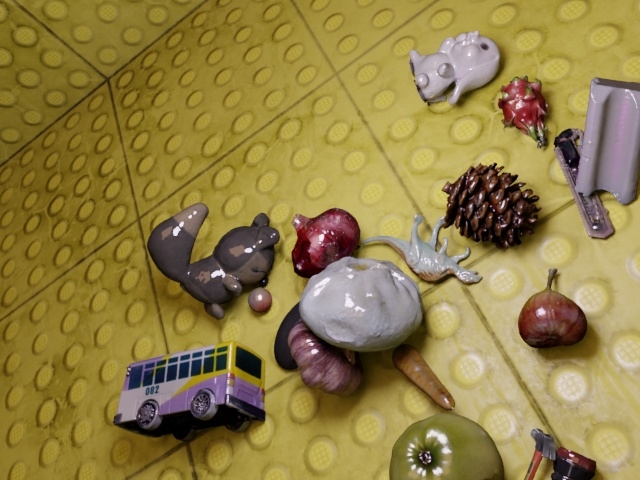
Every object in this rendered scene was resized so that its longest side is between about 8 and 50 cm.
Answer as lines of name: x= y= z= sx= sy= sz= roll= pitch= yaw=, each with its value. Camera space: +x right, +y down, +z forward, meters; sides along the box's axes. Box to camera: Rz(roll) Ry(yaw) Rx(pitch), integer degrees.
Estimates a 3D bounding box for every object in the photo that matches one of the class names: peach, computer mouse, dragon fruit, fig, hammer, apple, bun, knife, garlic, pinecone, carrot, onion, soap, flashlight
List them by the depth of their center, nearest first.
flashlight: x=0.532 y=0.582 z=1.412 sx=0.092 sy=0.093 sz=0.232 roll=17 pitch=80 yaw=37
hammer: x=0.465 y=0.576 z=1.460 sx=0.033 sy=0.111 sz=0.288 roll=24 pitch=86 yaw=0
apple: x=0.291 y=0.533 z=1.487 sx=0.278 sy=0.279 sz=0.279 roll=-15 pitch=58 yaw=25
fig: x=0.576 y=0.179 z=1.590 sx=0.160 sy=0.143 sz=0.231 roll=-17 pitch=14 yaw=27
carrot: x=0.274 y=0.364 z=1.643 sx=0.078 sy=0.078 sz=0.298 roll=-47 pitch=30 yaw=2
soap: x=0.787 y=-0.282 z=1.723 sx=0.158 sy=0.258 sz=0.303 roll=9 pitch=112 yaw=18
bun: x=0.112 y=0.158 z=1.729 sx=0.354 sy=0.354 sz=0.194 roll=23 pitch=116 yaw=38
knife: x=0.711 y=-0.164 z=1.729 sx=0.089 sy=0.043 sz=0.366 roll=-20 pitch=56 yaw=23
pinecone: x=0.462 y=-0.097 z=1.742 sx=0.272 sy=0.224 sz=0.224 roll=21 pitch=76 yaw=18
garlic: x=0.026 y=0.314 z=1.768 sx=0.161 sy=0.244 sz=0.245 roll=-50 pitch=48 yaw=21
dragon fruit: x=0.595 y=-0.369 z=1.865 sx=0.137 sy=0.135 sz=0.236 roll=-11 pitch=77 yaw=20
computer mouse: x=-0.055 y=0.268 z=1.946 sx=0.137 sy=0.086 sz=0.270 roll=32 pitch=83 yaw=39
onion: x=0.000 y=0.000 z=1.950 sx=0.219 sy=0.252 sz=0.252 roll=38 pitch=87 yaw=4
peach: x=-0.196 y=0.196 z=2.079 sx=0.083 sy=0.083 sz=0.083 roll=-15 pitch=58 yaw=25

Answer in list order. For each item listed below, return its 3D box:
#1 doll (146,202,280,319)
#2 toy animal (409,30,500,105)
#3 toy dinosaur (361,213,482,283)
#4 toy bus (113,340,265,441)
doll: x=-0.323 y=0.031 z=2.074 sx=0.382 sy=0.378 sz=0.252 roll=-49 pitch=33 yaw=-5
toy animal: x=0.424 y=-0.538 z=2.035 sx=0.289 sy=0.174 sz=0.249 roll=-4 pitch=51 yaw=32
toy dinosaur: x=0.287 y=0.016 z=1.869 sx=0.392 sy=0.092 sz=0.206 roll=5 pitch=74 yaw=25
toy bus: x=-0.403 y=0.465 z=1.974 sx=0.439 sy=0.209 sz=0.250 roll=-16 pitch=56 yaw=24
